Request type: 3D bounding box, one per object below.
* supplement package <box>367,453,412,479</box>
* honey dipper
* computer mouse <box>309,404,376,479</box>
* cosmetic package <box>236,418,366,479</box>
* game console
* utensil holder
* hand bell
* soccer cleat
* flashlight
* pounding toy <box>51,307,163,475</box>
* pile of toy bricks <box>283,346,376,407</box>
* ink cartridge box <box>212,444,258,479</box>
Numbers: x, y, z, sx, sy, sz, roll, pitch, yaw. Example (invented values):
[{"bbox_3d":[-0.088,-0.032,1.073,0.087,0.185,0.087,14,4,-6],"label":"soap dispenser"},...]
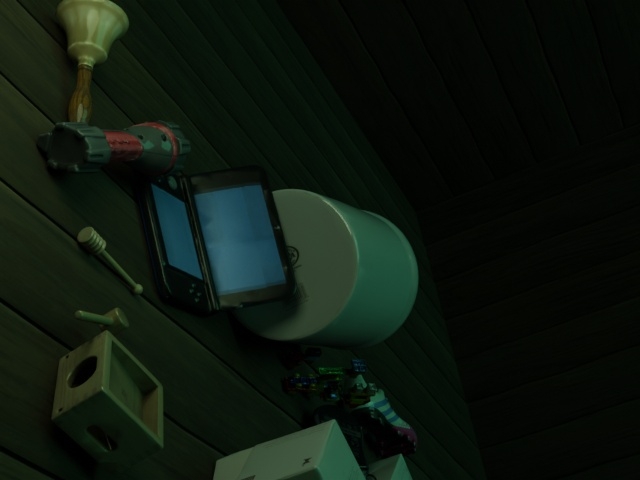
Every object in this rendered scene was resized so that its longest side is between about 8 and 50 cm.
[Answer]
[{"bbox_3d":[0.133,0.604,2.076,0.203,0.149,0.194,67,16,-3],"label":"supplement package"},{"bbox_3d":[-0.326,0.036,1.524,0.160,0.030,0.030,55,19,-46],"label":"honey dipper"},{"bbox_3d":[0.026,0.450,2.024,0.189,0.072,0.272,22,24,-12],"label":"computer mouse"},{"bbox_3d":[-0.018,0.404,1.484,0.183,0.151,0.151,65,18,-11],"label":"cosmetic package"},{"bbox_3d":[-0.195,-0.026,1.786,0.250,0.173,0.293,36,35,-64],"label":"game console"},{"bbox_3d":[0.000,0.066,2.055,0.385,0.328,0.327,20,50,-67],"label":"utensil holder"},{"bbox_3d":[-0.398,-0.279,1.632,0.126,0.126,0.242,45,40,-56],"label":"hand bell"},{"bbox_3d":[0.156,0.443,2.446,0.331,0.116,0.143,50,24,-48],"label":"soccer cleat"},{"bbox_3d":[-0.325,-0.149,1.588,0.103,0.103,0.304,60,19,4],"label":"flashlight"},{"bbox_3d":[-0.302,0.178,1.300,0.181,0.094,0.206,53,11,-31],"label":"pounding toy"},{"bbox_3d":[0.005,0.314,2.125,0.212,0.105,0.118,7,47,-24],"label":"pile of toy bricks"},{"bbox_3d":[-0.092,0.473,1.591,0.218,0.092,0.158,58,19,-27],"label":"ink cartridge box"}]
